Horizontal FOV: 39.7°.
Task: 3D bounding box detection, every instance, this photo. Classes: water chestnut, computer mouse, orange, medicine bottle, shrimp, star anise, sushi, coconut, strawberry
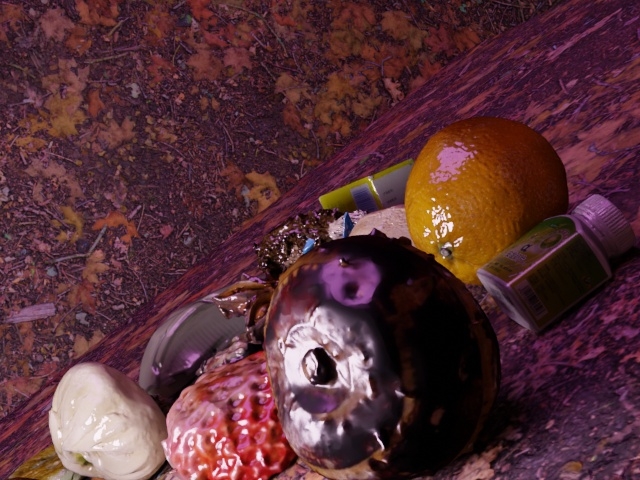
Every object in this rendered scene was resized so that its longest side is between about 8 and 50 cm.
[{"bbox_3d":[0.078,0.136,1.043,0.300,0.300,0.300,-34,11,8],"label":"water chestnut"},{"bbox_3d":[-0.264,0.199,2.015,0.429,0.145,0.228,-40,-3,-23],"label":"computer mouse"},{"bbox_3d":[0.247,-0.058,1.349,0.264,0.264,0.264,-34,11,8],"label":"orange"},{"bbox_3d":[0.126,-0.086,2.054,0.137,0.141,0.250,-29,6,-29],"label":"medicine bottle"},{"bbox_3d":[-0.341,0.340,1.738,0.144,0.052,0.251,-8,-23,-8],"label":"shrimp"},{"bbox_3d":[-0.084,0.139,1.778,0.214,0.220,0.099,-43,-32,-41],"label":"star anise"},{"bbox_3d":[0.321,0.027,1.191,0.188,0.088,0.132,-37,11,-3],"label":"medicine bottle"},{"bbox_3d":[-0.184,0.248,1.753,0.296,0.100,0.373,-32,12,21],"label":"sushi"},{"bbox_3d":[0.125,0.032,1.545,0.194,0.194,0.194,-34,11,8],"label":"coconut"},{"bbox_3d":[-0.094,0.245,1.376,0.336,0.149,0.265,-35,9,0],"label":"strawberry"}]

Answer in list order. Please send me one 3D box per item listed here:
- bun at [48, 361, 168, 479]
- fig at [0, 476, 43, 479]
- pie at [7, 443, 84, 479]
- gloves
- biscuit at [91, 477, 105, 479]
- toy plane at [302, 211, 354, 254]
[{"bbox_3d":[-0.394,0.340,1.596,0.259,0.259,0.160,-24,11,47],"label":"bun"},{"bbox_3d":[-0.432,0.479,1.453,0.321,0.217,0.217,-8,-11,-42],"label":"fig"},{"bbox_3d":[-0.581,0.507,1.967,0.323,0.070,0.323,-31,11,7],"label":"pie"},{"bbox_3d":[0.002,0.007,1.874,0.312,0.135,0.210,-6,-8,24],"label":"gloves"},{"bbox_3d":[-0.400,0.441,1.787,0.144,0.040,0.236,-42,9,-2],"label":"biscuit"},{"bbox_3d":[0.022,0.089,1.655,0.105,0.254,0.271,27,87,39],"label":"toy plane"}]
